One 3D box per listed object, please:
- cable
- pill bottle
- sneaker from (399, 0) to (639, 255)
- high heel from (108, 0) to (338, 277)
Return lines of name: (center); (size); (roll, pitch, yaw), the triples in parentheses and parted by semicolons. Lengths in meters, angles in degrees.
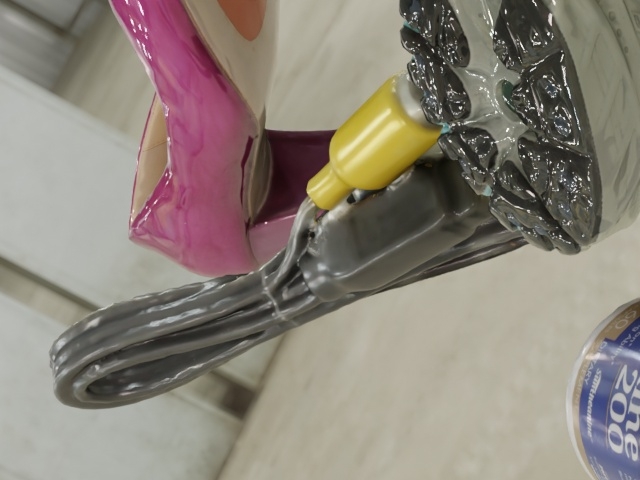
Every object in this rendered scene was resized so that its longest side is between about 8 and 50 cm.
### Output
cable: (0.000, 0.000, 0.722); (0.287, 0.139, 0.072); (-28, 66, 32)
pill bottle: (0.113, 0.050, 0.395); (0.067, 0.067, 0.120); (-62, 12, -2)
sneaker: (0.074, -0.142, 0.457); (0.122, 0.283, 0.110); (-30, 35, -24)
high heel: (-0.098, -0.092, 0.860); (0.181, 0.377, 0.127); (-4, 53, 20)
